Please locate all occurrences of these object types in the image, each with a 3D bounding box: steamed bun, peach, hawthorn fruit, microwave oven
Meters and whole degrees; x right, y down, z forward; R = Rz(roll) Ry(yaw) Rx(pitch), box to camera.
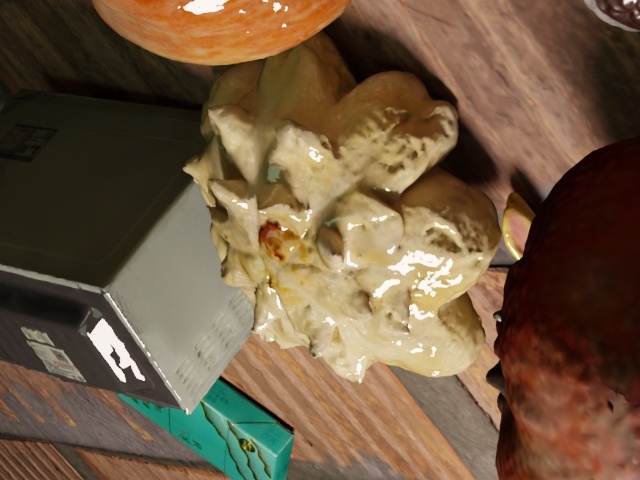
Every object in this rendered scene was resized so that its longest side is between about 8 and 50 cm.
[{"bbox_3d":[0.000,0.000,1.346,0.292,0.137,0.295,54,144,-6],"label":"steamed bun"},{"bbox_3d":[-0.054,-0.214,1.094,0.232,0.232,0.232,32,153,18],"label":"peach"},{"bbox_3d":[0.271,0.096,1.044,0.368,0.285,0.285,16,147,20],"label":"hawthorn fruit"},{"bbox_3d":[-0.190,0.008,1.561,0.295,0.237,0.181,10,143,40],"label":"microwave oven"}]

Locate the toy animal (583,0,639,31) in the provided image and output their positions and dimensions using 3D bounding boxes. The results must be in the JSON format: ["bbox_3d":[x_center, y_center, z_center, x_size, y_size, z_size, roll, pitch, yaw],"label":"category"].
[{"bbox_3d":[0.161,-0.163,0.965,0.137,0.098,0.098,17,146,40],"label":"toy animal"}]

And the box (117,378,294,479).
[{"bbox_3d":[-0.133,0.195,1.997,0.226,0.042,0.161,35,155,13],"label":"box"}]

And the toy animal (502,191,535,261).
[{"bbox_3d":[0.170,0.036,1.304,0.083,0.070,0.159,-103,-5,-62],"label":"toy animal"}]
